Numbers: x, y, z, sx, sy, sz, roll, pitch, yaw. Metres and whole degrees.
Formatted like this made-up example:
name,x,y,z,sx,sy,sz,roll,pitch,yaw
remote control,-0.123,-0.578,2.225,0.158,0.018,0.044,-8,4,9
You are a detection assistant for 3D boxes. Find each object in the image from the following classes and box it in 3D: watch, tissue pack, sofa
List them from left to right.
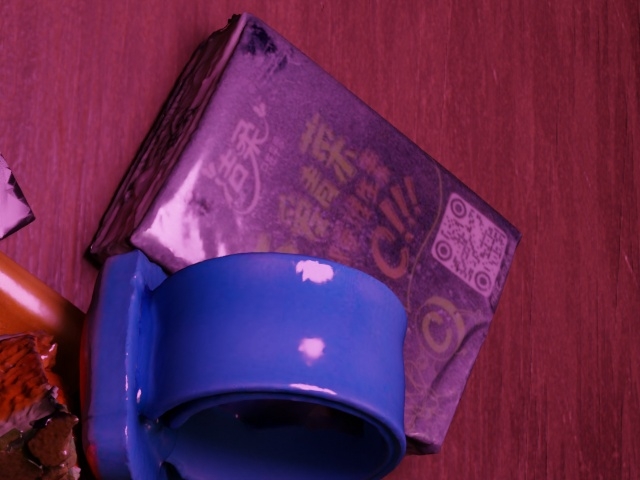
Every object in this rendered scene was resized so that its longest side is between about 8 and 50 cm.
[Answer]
name,x,y,z,sx,sy,sz,roll,pitch,yaw
sofa,-0.314,-0.054,1.502,0.060,0.039,0.118,-34,100,-34
watch,-0.054,0.147,1.458,0.305,0.274,0.241,67,20,-59
tissue pack,0.000,0.000,1.659,0.394,0.124,0.288,37,59,-23

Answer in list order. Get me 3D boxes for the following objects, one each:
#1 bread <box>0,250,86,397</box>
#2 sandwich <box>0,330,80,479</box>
name,x,y,z,sx,sy,sz,roll,pitch,yaw
bread,-0.301,0.048,1.465,0.239,0.074,0.092,41,95,-20
sandwich,-0.300,0.169,1.362,0.212,0.292,0.109,-92,159,-59
